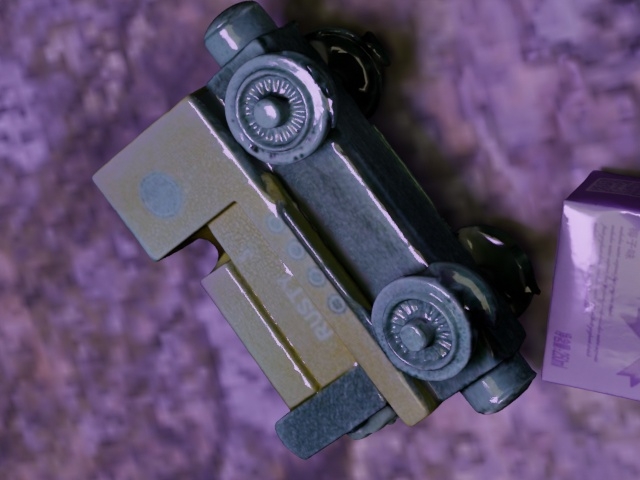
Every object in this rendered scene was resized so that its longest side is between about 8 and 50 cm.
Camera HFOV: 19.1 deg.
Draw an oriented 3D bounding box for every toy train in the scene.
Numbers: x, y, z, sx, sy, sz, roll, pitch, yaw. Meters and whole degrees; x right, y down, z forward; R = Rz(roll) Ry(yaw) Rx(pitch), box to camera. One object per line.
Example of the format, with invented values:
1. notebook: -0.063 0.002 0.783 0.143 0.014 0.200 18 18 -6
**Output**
1. toy train: 0.000 0.000 0.485 0.081 0.050 0.122 -35 90 32

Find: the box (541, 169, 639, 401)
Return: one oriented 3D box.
1. box: 0.113 0.018 0.447 0.117 0.036 0.050 10 109 21
